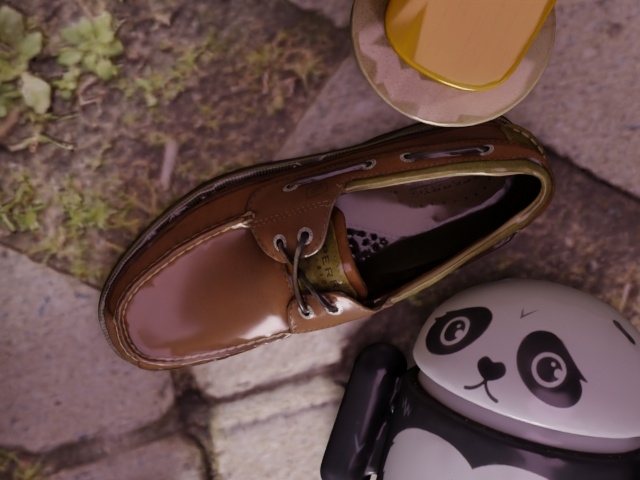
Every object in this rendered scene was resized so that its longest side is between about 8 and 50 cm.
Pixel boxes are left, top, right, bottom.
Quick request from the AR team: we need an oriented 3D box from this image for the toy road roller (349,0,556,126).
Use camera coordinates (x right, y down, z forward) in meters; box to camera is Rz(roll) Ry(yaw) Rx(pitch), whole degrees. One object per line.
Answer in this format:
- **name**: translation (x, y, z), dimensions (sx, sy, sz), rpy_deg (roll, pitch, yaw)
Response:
- **toy road roller**: translation (0.066, -0.250, 1.113), dimensions (0.240, 0.202, 0.330), rpy_deg (27, 94, -2)

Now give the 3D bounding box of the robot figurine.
- **robot figurine**: translation (0.120, 0.163, 1.236), dimensions (0.209, 0.173, 0.278), rpy_deg (11, 103, -14)

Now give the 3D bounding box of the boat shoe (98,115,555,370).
- **boat shoe**: translation (0.000, 0.000, 1.210), dimensions (0.307, 0.104, 0.111), rpy_deg (-27, 107, -1)
